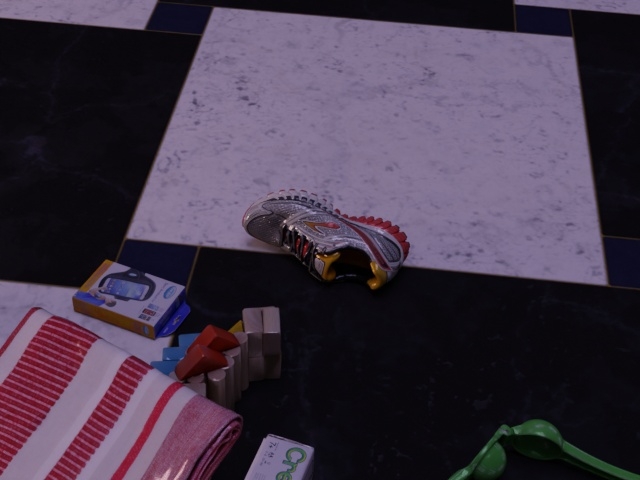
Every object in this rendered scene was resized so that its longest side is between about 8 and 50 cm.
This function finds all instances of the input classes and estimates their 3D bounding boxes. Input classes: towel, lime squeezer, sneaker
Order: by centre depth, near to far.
[{"bbox_3d":[-0.261,0.212,1.071,0.329,0.037,0.237,22,69,35],"label":"towel"},{"bbox_3d":[0.211,0.256,1.153,0.310,0.059,0.110,-8,72,-14],"label":"lime squeezer"},{"bbox_3d":[0.000,0.000,1.396,0.225,0.088,0.092,15,44,14],"label":"sneaker"}]

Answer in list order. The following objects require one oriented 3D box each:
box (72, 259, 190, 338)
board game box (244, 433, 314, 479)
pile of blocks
[{"bbox_3d":[-0.236,0.076,1.342,0.136,0.028,0.081,16,43,17],"label":"box"},{"bbox_3d":[-0.078,0.346,0.915,0.053,0.193,0.305,13,43,13],"label":"board game box"},{"bbox_3d":[-0.167,0.163,1.181,0.149,0.112,0.362,22,44,21],"label":"pile of blocks"}]
